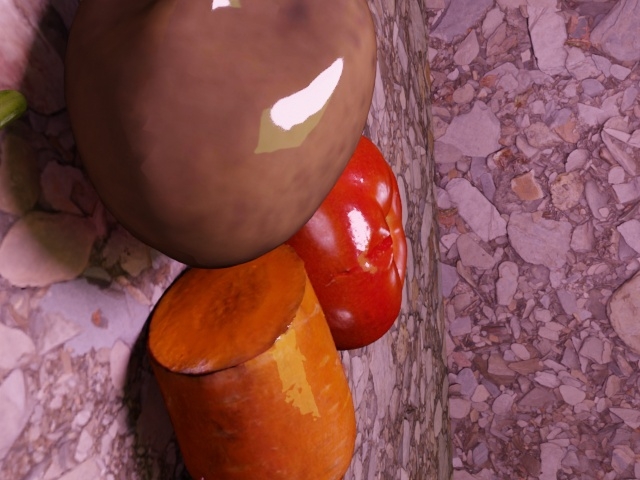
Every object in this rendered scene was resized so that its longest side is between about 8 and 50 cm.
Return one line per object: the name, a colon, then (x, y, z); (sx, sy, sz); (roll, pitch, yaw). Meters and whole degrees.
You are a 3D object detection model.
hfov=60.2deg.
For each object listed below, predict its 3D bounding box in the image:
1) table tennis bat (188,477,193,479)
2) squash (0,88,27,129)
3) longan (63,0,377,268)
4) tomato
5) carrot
table tennis bat: (-0.119, 0.322, 0.684); (0.257, 0.039, 0.161); (-66, 145, -44)
squash: (-0.254, -0.086, 0.415); (0.089, 0.027, 0.027); (-69, 148, -42)
longan: (-0.087, -0.143, 0.520); (0.288, 0.288, 0.351); (55, 44, -52)
tomato: (0.000, 0.000, 0.760); (0.298, 0.226, 0.299); (-9, 90, -72)
carrot: (-0.061, 0.187, 0.595); (0.214, 0.193, 0.332); (-74, 150, -70)
